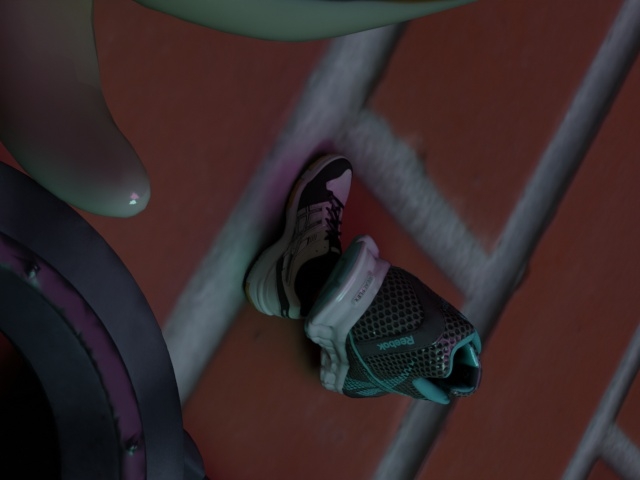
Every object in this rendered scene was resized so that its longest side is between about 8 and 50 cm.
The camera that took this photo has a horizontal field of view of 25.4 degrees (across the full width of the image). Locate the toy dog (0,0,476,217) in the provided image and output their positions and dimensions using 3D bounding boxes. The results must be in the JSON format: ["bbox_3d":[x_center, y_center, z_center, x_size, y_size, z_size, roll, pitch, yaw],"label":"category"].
[{"bbox_3d":[0.083,-0.173,0.370,0.395,0.408,0.284,-58,141,-16],"label":"toy dog"}]

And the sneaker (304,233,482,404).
[{"bbox_3d":[0.041,0.055,0.675,0.065,0.076,0.166,-58,166,-7],"label":"sneaker"}]

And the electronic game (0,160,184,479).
[{"bbox_3d":[-0.150,0.078,0.441,0.229,0.048,0.229,-4,97,-29],"label":"electronic game"}]

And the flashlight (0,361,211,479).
[{"bbox_3d":[-0.044,0.168,0.627,0.103,0.103,0.304,-54,142,-15],"label":"flashlight"}]

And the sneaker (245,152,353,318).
[{"bbox_3d":[0.000,0.000,0.657,0.032,0.037,0.083,38,74,-50],"label":"sneaker"}]
